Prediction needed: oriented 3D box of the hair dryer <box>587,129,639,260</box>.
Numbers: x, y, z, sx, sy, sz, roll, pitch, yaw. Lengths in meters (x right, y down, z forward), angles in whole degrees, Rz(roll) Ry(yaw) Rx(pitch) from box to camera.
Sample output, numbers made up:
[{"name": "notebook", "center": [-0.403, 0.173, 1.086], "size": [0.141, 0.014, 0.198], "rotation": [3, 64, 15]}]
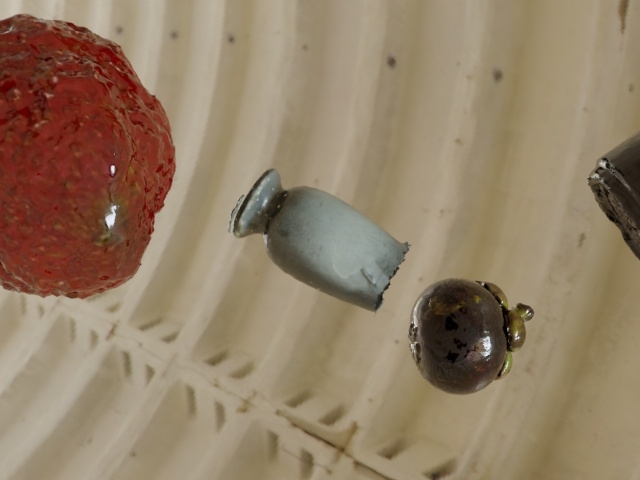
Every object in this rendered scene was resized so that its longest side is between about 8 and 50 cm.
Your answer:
[{"name": "hair dryer", "center": [0.250, -0.042, 0.543], "size": [0.197, 0.251, 0.089], "rotation": [-35, -105, 8]}]

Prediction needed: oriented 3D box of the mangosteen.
[{"name": "mangosteen", "center": [0.250, 0.149, 1.641], "size": [0.217, 0.192, 0.192], "rotation": [-10, -136, -11]}]

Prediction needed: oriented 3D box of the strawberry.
[{"name": "strawberry", "center": [-0.241, -0.065, 0.901], "size": [0.277, 0.257, 0.257], "rotation": [26, -101, 45]}]

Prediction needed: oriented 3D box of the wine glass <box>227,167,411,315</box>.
[{"name": "wine glass", "center": [0.000, 0.000, 1.209], "size": [0.204, 0.111, 0.111], "rotation": [28, -101, 8]}]
